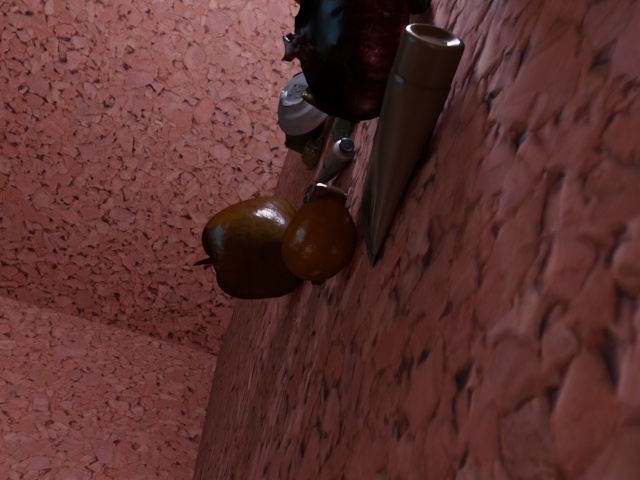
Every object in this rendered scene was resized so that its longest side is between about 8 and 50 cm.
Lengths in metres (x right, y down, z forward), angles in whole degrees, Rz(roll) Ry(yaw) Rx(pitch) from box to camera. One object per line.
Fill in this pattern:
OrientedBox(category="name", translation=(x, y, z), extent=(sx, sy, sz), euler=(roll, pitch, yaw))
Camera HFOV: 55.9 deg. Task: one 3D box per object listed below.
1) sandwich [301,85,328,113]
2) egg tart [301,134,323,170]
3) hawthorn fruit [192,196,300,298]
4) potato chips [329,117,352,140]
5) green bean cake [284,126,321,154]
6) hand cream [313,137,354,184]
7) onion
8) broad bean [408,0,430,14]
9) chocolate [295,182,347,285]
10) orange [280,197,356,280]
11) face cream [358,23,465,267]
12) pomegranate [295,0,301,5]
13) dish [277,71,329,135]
OrientedBox(category="sandwich", translation=(0.024, -0.443, 1.769), extent=(0.122, 0.128, 0.235), euler=(-65, 9, -6))
OrientedBox(category="egg tart", translation=(-0.030, -0.295, 2.024), extent=(0.130, 0.052, 0.131), euler=(-162, 90, -78))
OrientedBox(category="hawthorn fruit", translation=(-0.185, 0.023, 1.568), extent=(0.267, 0.300, 0.268), euler=(173, 90, -75))
OrientedBox(category="potato chips", translation=(0.078, -0.370, 1.527), extent=(0.167, 0.059, 0.229), euler=(105, -178, -85))
OrientedBox(category="green bean cake", translation=(-0.049, -0.425, 2.137), extent=(0.214, 0.113, 0.201), euler=(110, 180, -67))
OrientedBox(category="hand cream", translation=(0.031, -0.178, 1.453), extent=(0.080, 0.050, 0.234), euler=(-38, -5, -24))
OrientedBox(category="onion", translation=(0.045, -0.372, 1.107), extent=(0.314, 0.232, 0.314), euler=(171, 90, -71))
OrientedBox(category="broad bean", translation=(0.176, -0.464, 1.158), extent=(0.254, 0.046, 0.065), euler=(-98, 21, -72))
OrientedBox(category="chocolate", translation=(-0.017, -0.015, 1.311), extent=(0.148, 0.093, 0.214), euler=(-179, 107, -82))
OrientedBox(category="orange", translation=(0.000, 0.000, 1.097), extent=(0.156, 0.124, 0.156), euler=(-50, 15, 19))
OrientedBox(category="face cream", translation=(0.110, -0.131, 0.868), extent=(0.137, 0.084, 0.341), euler=(-99, 20, -50))
OrientedBox(category="pomegranate", translation=(0.045, -0.916, 2.054), extent=(0.338, 0.338, 0.339), euler=(-162, 90, -81))
OrientedBox(category="dish", translation=(-0.057, -0.472, 1.965), extent=(0.260, 0.085, 0.260), euler=(-22, 50, 28))
